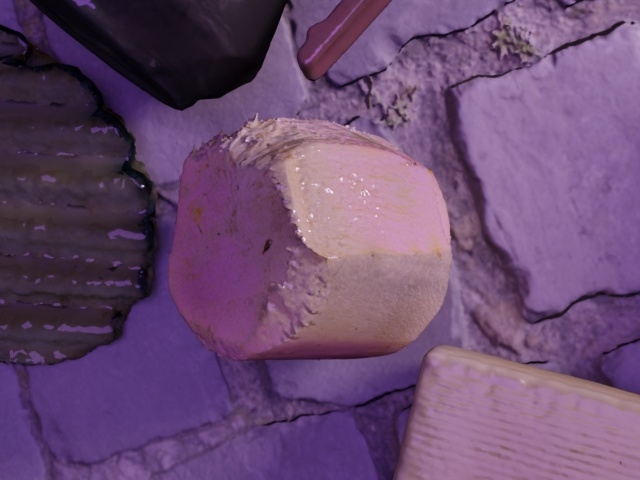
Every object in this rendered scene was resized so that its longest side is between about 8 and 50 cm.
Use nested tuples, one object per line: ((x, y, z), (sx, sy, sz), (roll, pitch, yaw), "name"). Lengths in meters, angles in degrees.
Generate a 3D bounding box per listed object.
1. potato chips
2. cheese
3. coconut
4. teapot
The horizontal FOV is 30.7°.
((-0.366, -0.052, 1.223), (0.429, 0.070, 0.358), (6, 89, 13), "potato chips")
((0.201, 0.241, 1.054), (0.265, 0.124, 0.242), (14, 84, 13), "cheese")
((0.000, 0.000, 1.059), (0.233, 0.245, 0.233), (-1, 89, 44), "coconut")
((-0.085, -0.314, 1.071), (0.376, 0.305, 0.362), (36, 86, 21), "teapot")
